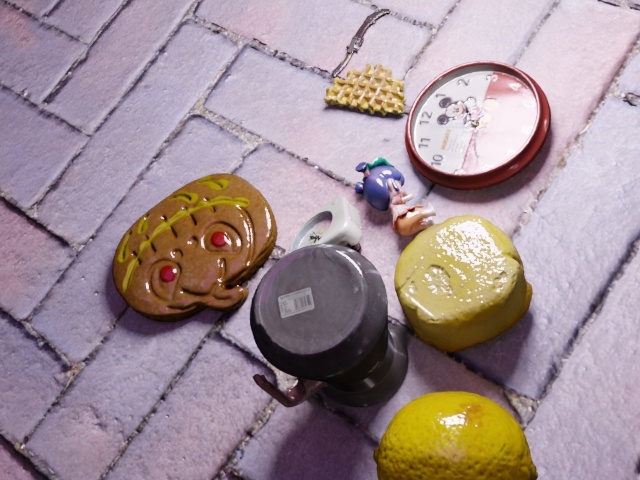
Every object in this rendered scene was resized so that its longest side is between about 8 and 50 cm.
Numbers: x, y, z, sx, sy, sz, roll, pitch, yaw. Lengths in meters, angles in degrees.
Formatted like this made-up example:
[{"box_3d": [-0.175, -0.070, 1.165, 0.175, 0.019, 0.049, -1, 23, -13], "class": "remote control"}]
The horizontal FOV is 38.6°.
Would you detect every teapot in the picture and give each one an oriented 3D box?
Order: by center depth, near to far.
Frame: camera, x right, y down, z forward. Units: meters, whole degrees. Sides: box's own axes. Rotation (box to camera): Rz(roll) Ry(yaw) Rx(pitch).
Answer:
[{"box_3d": [0.015, 0.190, 1.717, 0.300, 0.344, 0.253, -36, 57, 0], "class": "teapot"}]

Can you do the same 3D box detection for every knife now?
[{"box_3d": [0.088, -0.487, 2.221, 0.046, 0.021, 0.222, 33, 78, 27], "class": "knife"}]

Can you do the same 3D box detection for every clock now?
[{"box_3d": [0.000, 0.000, 1.950, 0.191, 0.062, 0.151, -38, 26, 19], "class": "clock"}, {"box_3d": [0.337, -0.249, 1.979, 0.319, 0.080, 0.318, -10, 62, 20], "class": "clock"}]

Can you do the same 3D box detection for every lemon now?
[{"box_3d": [0.231, 0.385, 1.600, 0.268, 0.267, 0.267, -8, 62, 16], "class": "lemon"}]

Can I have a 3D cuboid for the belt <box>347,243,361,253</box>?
[{"box_3d": [0.017, 0.095, 1.934, 0.071, 0.053, 0.232, 28, 75, 41], "class": "belt"}]

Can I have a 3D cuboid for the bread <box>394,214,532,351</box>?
[{"box_3d": [0.275, 0.080, 1.795, 0.270, 0.148, 0.269, -11, 59, 18], "class": "bread"}]

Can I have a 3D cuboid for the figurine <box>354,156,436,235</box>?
[{"box_3d": [0.153, -0.095, 1.948, 0.102, 0.111, 0.195, -24, 56, -17], "class": "figurine"}]

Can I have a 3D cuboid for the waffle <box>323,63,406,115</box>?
[{"box_3d": [0.102, -0.337, 2.126, 0.192, 0.046, 0.160, -17, 59, 12], "class": "waffle"}]

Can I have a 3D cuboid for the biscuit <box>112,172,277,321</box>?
[{"box_3d": [-0.281, 0.023, 2.068, 0.394, 0.070, 0.350, -41, 58, -3], "class": "biscuit"}]
